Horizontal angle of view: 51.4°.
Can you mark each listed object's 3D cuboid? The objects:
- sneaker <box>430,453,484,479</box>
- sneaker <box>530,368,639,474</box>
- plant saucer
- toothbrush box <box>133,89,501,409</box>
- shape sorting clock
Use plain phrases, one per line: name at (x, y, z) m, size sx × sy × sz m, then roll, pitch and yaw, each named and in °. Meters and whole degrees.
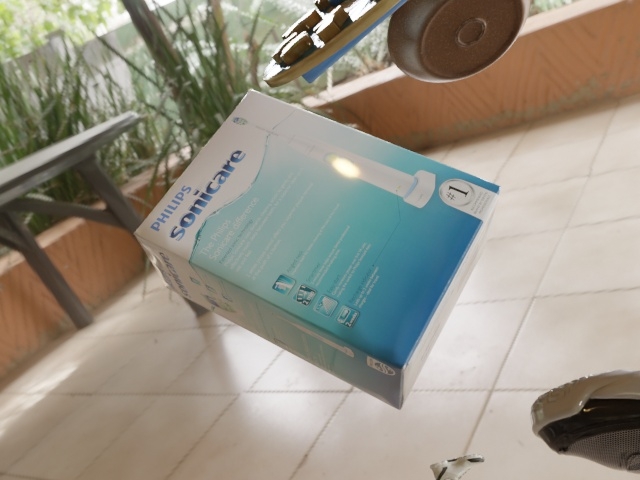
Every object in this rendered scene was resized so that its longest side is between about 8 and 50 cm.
sneaker at (0.276, 0.454, 1.323) m, size 0.109 × 0.043 × 0.040 m, roll -17°, pitch -23°, yaw 2°
sneaker at (0.268, 0.171, 0.415) m, size 0.269 × 0.101 × 0.153 m, roll 2°, pitch 59°, yaw 21°
plant saucer at (0.183, -0.271, 0.837) m, size 0.199 × 0.198 × 0.036 m, roll -23°, pitch 56°, yaw 4°
toothbrush box at (0.000, 0.000, 0.686) m, size 0.296 × 0.126 × 0.216 m, roll 24°, pitch 64°, yaw 17°
shape sorting clock at (0.038, -0.176, 0.439) m, size 0.206 × 0.040 × 0.206 m, roll -39°, pitch 17°, yaw 14°
